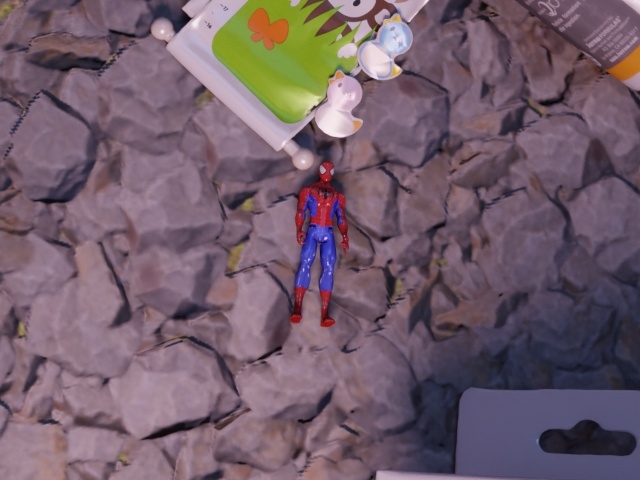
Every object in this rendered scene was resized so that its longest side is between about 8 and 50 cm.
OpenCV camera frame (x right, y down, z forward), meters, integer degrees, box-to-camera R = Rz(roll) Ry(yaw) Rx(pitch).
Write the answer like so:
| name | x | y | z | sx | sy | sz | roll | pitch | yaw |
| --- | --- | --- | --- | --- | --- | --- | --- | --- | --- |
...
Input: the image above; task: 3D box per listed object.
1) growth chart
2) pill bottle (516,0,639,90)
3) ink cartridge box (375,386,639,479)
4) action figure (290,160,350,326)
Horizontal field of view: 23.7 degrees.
| name | x | y | z | sx | sy | sz | roll | pitch | yaw |
| --- | --- | --- | --- | --- | --- | --- | --- | --- | --- |
| growth chart | -0.003 | -0.182 | 1.048 | 0.172 | 0.021 | 0.237 | 34 | 103 | 1 |
| pill bottle | 0.174 | -0.249 | 1.090 | 0.278 | 0.162 | 0.162 | 38 | 71 | -3 |
| ink cartridge box | 0.134 | 0.253 | 0.927 | 0.207 | 0.119 | 0.354 | -3 | 72 | 31 |
| action figure | 0.000 | 0.000 | 1.056 | 0.038 | 0.030 | 0.115 | 6 | 73 | -8 |
